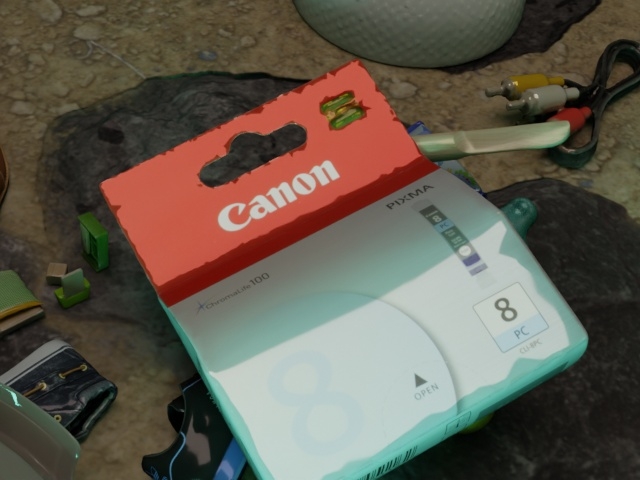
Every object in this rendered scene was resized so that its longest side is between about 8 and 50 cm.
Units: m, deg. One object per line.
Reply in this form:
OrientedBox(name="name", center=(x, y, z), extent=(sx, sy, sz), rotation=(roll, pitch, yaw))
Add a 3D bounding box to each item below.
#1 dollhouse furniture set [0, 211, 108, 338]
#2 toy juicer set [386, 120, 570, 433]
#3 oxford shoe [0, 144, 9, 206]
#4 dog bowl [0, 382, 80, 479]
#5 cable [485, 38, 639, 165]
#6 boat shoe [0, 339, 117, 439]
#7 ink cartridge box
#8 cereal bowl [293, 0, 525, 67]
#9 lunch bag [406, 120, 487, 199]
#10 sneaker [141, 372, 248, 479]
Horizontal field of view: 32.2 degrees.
OrientedBox(name="dollhouse furniture set", center=(-0.291, 0.033, 1.147), extent=(0.152, 0.058, 0.076), rotation=(-28, 56, -28))
OrientedBox(name="toy juicer set", center=(0.112, 0.016, 1.131), extent=(0.209, 0.089, 0.329), rotation=(15, 78, 15))
OrientedBox(name="oxford shoe", center=(-0.386, -0.075, 1.224), extent=(0.076, 0.076, 0.212), rotation=(-8, 48, -11))
OrientedBox(name="dog bowl", center=(-0.297, 0.244, 0.820), extent=(0.349, 0.102, 0.348), rotation=(34, 24, -18))
OrientedBox(name="cable", center=(0.348, -0.187, 1.411), extent=(0.287, 0.072, 0.139), rotation=(-27, 62, -28))
OrientedBox(name="boat shoe", center=(-0.275, 0.168, 1.022), extent=(0.083, 0.065, 0.183), rotation=(31, 51, 22))
OrientedBox(name="ink cartridge box", center=(0.009, 0.018, 1.021), extent=(0.308, 0.091, 0.385), rotation=(-28, 71, -13))
OrientedBox(name="cereal bowl", center=(0.126, -0.397, 1.529), extent=(0.339, 0.141, 0.339), rotation=(3, 48, -3))
OrientedBox(name="lunch bag", center=(0.098, -0.031, 1.228), extent=(0.151, 0.096, 0.129), rotation=(-38, 57, 0))
OrientedBox(name="sneaker", center=(-0.086, 0.142, 1.057), extent=(0.090, 0.081, 0.232), rotation=(23, 50, 4))
